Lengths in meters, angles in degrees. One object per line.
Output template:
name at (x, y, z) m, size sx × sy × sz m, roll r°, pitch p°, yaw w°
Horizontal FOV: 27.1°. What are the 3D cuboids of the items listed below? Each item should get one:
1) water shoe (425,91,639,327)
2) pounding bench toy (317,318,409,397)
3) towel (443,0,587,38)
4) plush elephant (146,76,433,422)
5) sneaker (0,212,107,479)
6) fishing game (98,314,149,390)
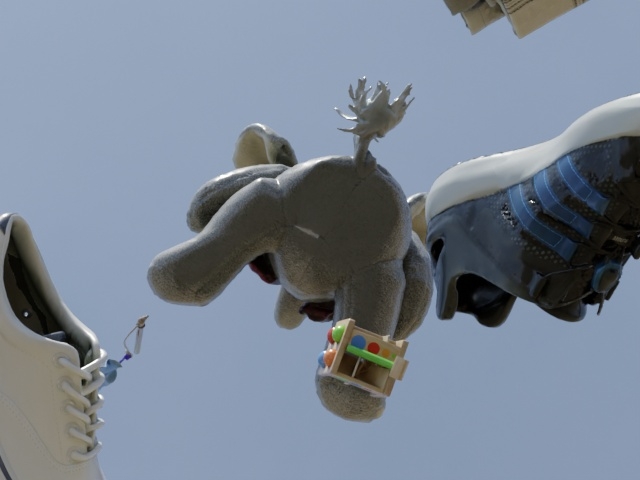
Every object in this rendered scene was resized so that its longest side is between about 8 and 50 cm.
water shoe at (0.121, -0.006, 0.566) m, size 0.073 × 0.080 × 0.203 m, roll 8°, pitch -14°, yaw -28°
pounding bench toy at (0.038, 0.102, 1.166) m, size 0.065 × 0.052 × 0.083 m, roll 23°, pitch -12°, yaw -9°
towel at (0.249, -0.354, 1.322) m, size 0.324 × 0.056 × 0.312 m, roll -25°, pitch -36°, yaw 9°
plush elephant at (0.000, 0.000, 1.422) m, size 0.271 × 0.330 × 0.255 m, roll 26°, pitch -9°, yaw 3°
sneaker at (-0.181, 0.103, 0.862) m, size 0.091 × 0.094 × 0.258 m, roll -28°, pitch -92°, yaw 21°
fishing game at (-0.265, 0.197, 1.368) m, size 0.041 × 0.264 × 0.189 m, roll 40°, pitch -25°, yaw 5°
